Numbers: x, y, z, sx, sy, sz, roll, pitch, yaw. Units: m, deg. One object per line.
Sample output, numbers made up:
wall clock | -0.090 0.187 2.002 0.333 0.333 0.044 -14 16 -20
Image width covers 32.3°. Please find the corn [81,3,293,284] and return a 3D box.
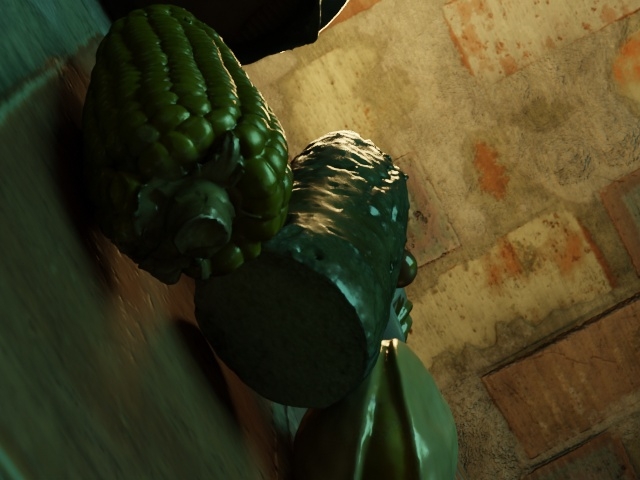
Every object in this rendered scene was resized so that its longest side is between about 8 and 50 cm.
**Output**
corn | -0.092 -0.072 0.692 0.119 0.119 0.322 60 -1 -30

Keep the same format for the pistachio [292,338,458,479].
pistachio | 0.037 0.143 0.777 0.200 0.117 0.145 2 85 -80

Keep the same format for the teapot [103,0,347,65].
teapot | -0.125 -0.353 1.190 0.376 0.305 0.361 41 15 -11

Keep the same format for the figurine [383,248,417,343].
figurine | -0.005 0.027 1.038 0.194 0.133 0.274 13 -32 32

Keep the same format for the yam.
yam | 0.000 0.000 0.822 0.133 0.133 0.330 61 21 -17
